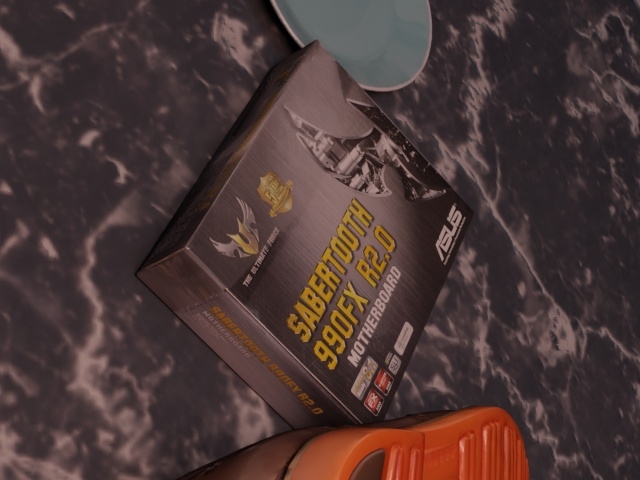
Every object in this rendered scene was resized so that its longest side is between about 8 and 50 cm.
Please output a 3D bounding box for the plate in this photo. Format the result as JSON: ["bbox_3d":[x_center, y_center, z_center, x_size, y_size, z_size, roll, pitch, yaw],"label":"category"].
[{"bbox_3d":[0.014,-0.198,1.121,0.188,0.024,0.188,22,57,-38],"label":"plate"}]

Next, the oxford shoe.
[{"bbox_3d":[0.034,0.162,0.897,0.364,0.133,0.130,24,68,-60],"label":"oxford shoe"}]

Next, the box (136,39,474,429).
[{"bbox_3d":[0.000,0.000,0.987,0.183,0.056,0.231,47,45,-19],"label":"box"}]
